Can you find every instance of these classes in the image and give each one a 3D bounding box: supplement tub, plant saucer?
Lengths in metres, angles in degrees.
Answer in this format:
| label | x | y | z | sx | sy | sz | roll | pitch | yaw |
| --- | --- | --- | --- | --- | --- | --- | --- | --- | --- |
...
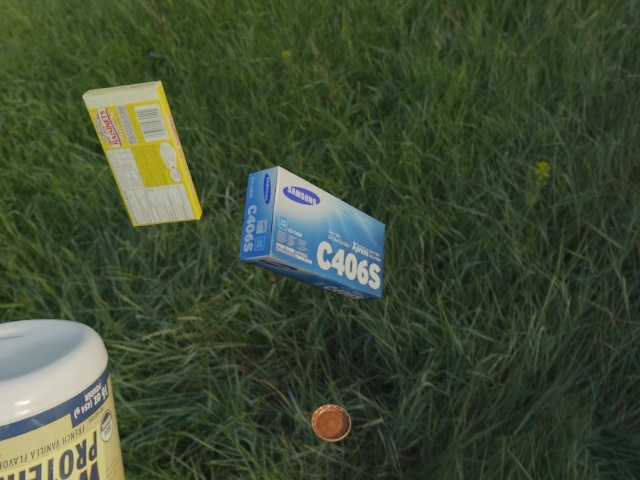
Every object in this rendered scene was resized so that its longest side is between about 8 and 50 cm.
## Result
| label | x | y | z | sx | sy | sz | roll | pitch | yaw |
| --- | --- | --- | --- | --- | --- | --- | --- | --- | --- |
| supplement tub | -0.347 | 0.274 | 0.679 | 0.228 | 0.317 | 0.228 | -3 | 14 | 1 |
| plant saucer | 0.022 | 0.386 | 1.244 | 0.083 | 0.013 | 0.084 | 2 | 43 | -2 |

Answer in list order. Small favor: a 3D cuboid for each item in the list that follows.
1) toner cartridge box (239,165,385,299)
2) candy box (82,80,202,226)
| label | x | y | z | sx | sy | sz | roll | pitch | yaw |
| --- | --- | --- | --- | --- | --- | --- | --- | --- | --- |
| toner cartridge box | 0.000 | 0.000 | 1.133 | 0.075 | 0.347 | 0.165 | -10 | 69 | 37 |
| candy box | -0.243 | -0.114 | 0.823 | 0.105 | 0.206 | 0.027 | -4 | 34 | 9 |
